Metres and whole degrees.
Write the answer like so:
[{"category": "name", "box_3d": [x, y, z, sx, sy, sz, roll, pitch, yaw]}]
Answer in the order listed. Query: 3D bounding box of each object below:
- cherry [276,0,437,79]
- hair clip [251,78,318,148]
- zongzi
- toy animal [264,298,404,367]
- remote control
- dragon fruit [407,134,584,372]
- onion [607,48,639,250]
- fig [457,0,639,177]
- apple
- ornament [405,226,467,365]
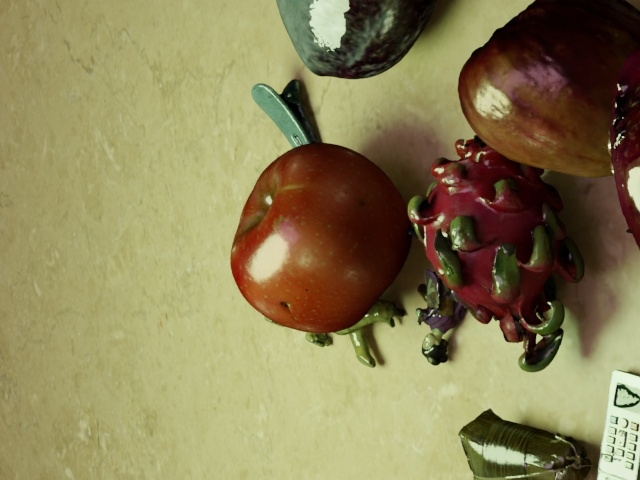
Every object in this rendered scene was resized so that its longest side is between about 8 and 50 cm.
[{"category": "cherry", "box_3d": [0.045, -0.361, 1.981, 0.255, 0.218, 0.296, 34, 125, 36]}, {"category": "hair clip", "box_3d": [-0.016, -0.116, 2.214, 0.048, 0.083, 0.275, -35, 74, 41]}, {"category": "zongzi", "box_3d": [0.273, 0.324, 1.891, 0.187, 0.084, 0.184, 11, 116, 46]}, {"category": "toy animal", "box_3d": [0.024, 0.111, 2.171, 0.218, 0.103, 0.101, 21, 86, 53]}, {"category": "remote control", "box_3d": [0.372, 0.243, 1.789, 0.065, 0.029, 0.166, 14, 100, 51]}, {"category": "dragon fruit", "box_3d": [0.230, 0.006, 1.831, 0.198, 0.273, 0.218, -51, 32, -17]}, {"category": "onion", "box_3d": [0.478, -0.085, 1.402, 0.385, 0.347, 0.348, -11, 85, 38]}, {"category": "fig", "box_3d": [0.293, -0.181, 1.702, 0.263, 0.224, 0.224, 15, 107, 26]}, {"category": "apple", "box_3d": [0.000, 0.000, 2.038, 0.260, 0.216, 0.260, -53, 17, 23]}, {"category": "ornament", "box_3d": [0.158, 0.077, 1.993, 0.088, 0.081, 0.203, 25, 113, 48]}]
